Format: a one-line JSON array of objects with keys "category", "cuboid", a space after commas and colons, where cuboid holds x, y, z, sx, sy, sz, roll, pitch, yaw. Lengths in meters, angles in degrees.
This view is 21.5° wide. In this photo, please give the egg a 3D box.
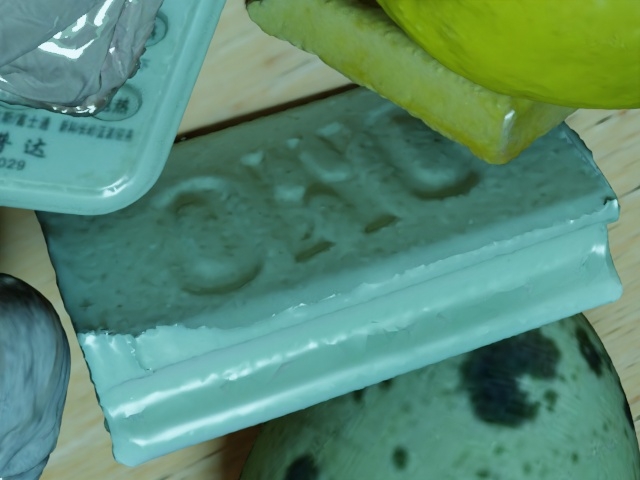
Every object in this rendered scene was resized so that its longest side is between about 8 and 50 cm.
[{"category": "egg", "cuboid": [0.052, 0.116, 0.708, 0.177, 0.177, 0.228, 6, 110, -28]}]

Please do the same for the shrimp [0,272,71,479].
[{"category": "shrimp", "cuboid": [-0.197, 0.125, 0.611, 0.116, 0.145, 0.343, 40, 128, -2]}]

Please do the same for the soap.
[{"category": "soap", "cuboid": [0.000, 0.000, 0.631, 0.198, 0.114, 0.063, -19, 131, -11]}]

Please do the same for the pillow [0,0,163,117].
[{"category": "pillow", "cuboid": [-0.053, -0.144, 0.446, 0.135, 0.049, 0.248, 24, 111, -32]}]

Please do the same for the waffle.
[{"category": "waffle", "cuboid": [0.078, -0.100, 0.656, 0.191, 0.125, 0.032, -36, 147, -42]}]

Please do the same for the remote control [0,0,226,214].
[{"category": "remote control", "cuboid": [-0.065, -0.158, 0.506, 0.128, 0.065, 0.335, 8, 123, -27]}]

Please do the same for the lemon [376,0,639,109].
[{"category": "lemon", "cuboid": [0.099, -0.128, 0.539, 0.207, 0.170, 0.170, -18, 133, -27]}]
